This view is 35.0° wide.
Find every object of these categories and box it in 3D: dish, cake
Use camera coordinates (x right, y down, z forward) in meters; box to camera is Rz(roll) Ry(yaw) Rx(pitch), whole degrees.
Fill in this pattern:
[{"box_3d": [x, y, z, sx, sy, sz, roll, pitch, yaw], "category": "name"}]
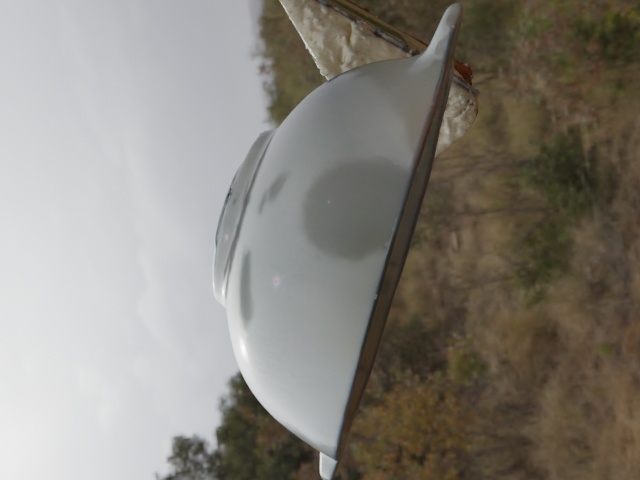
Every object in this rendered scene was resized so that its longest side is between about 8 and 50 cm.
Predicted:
[{"box_3d": [0.000, 0.000, 0.522, 0.228, 0.086, 0.236, 62, -135, -80], "category": "dish"}, {"box_3d": [0.052, -0.160, 0.838, 0.220, 0.117, 0.086, 59, -172, -20], "category": "cake"}]
